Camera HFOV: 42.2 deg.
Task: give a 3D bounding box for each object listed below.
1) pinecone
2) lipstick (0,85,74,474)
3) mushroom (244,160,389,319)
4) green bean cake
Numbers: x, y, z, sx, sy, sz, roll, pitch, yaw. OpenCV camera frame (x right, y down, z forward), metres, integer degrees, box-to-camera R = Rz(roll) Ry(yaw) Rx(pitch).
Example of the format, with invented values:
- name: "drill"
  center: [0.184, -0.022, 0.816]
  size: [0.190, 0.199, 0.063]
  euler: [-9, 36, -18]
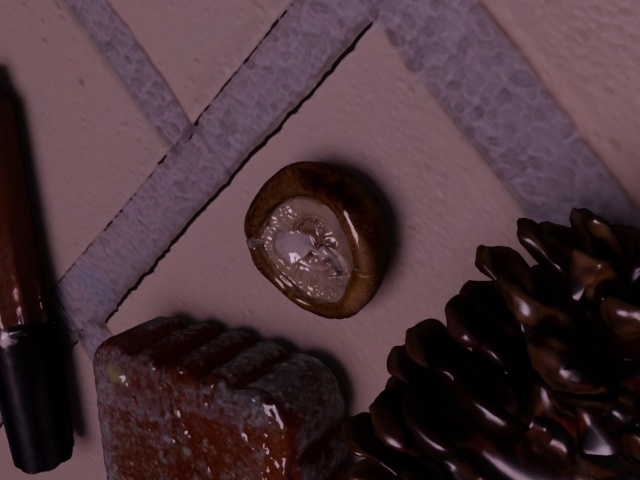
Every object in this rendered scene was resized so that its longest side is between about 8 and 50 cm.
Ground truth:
- name: "pinecone"
  center: [0.133, 0.116, 0.435]
  size: [0.246, 0.246, 0.292]
  euler: [25, 113, 27]
- name: "lipstick"
  center: [-0.311, 0.037, 0.833]
  size: [0.077, 0.077, 0.419]
  euler: [7, 111, 34]
- name: "mushroom"
  center: [0.000, 0.000, 0.603]
  size: [0.123, 0.052, 0.123]
  euler: [21, 126, 31]
- name: "green bean cake"
  center: [-0.084, 0.173, 0.704]
  size: [0.232, 0.097, 0.199]
  euler: [6, 110, 35]
